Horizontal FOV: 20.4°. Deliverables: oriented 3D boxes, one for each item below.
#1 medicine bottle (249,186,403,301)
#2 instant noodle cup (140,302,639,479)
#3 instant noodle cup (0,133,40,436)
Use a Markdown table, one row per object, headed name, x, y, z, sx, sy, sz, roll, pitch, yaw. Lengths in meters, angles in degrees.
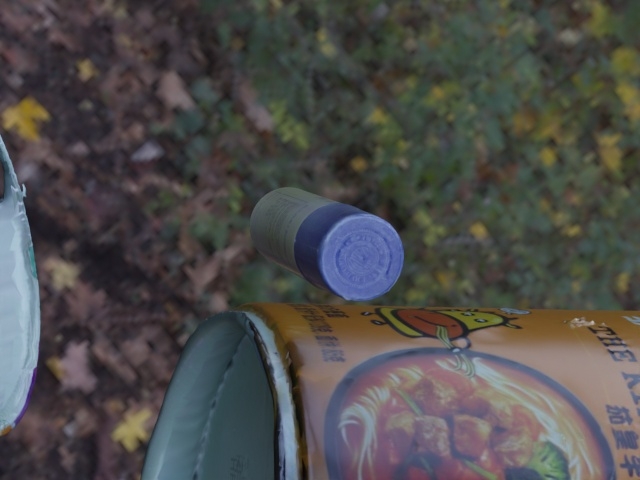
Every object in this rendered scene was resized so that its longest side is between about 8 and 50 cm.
| name | x | y | z | sx | sy | sz | roll | pitch | yaw |
| --- | --- | --- | --- | --- | --- | --- | --- | --- | --- |
| medicine bottle | 0.000 | 0.000 | 1.205 | 0.059 | 0.059 | 0.231 | 44 | -5 | -14 |
| instant noodle cup | 0.041 | 0.111 | 0.552 | 0.172 | 0.216 | 0.215 | 9 | 47 | -18 |
| instant noodle cup | -0.258 | 0.015 | 0.871 | 0.251 | 0.190 | 0.251 | -10 | 90 | -81 |
